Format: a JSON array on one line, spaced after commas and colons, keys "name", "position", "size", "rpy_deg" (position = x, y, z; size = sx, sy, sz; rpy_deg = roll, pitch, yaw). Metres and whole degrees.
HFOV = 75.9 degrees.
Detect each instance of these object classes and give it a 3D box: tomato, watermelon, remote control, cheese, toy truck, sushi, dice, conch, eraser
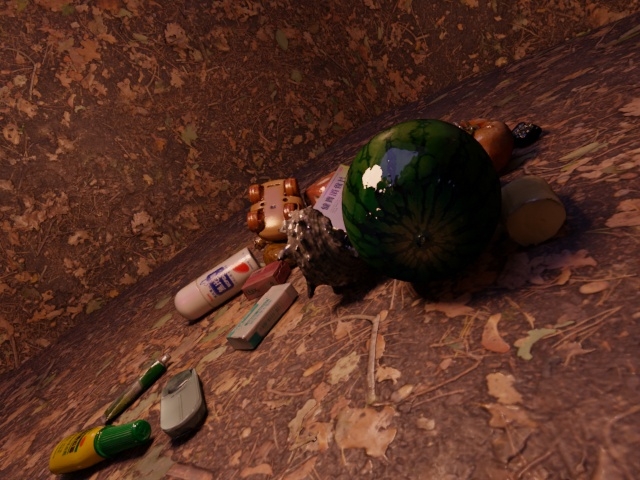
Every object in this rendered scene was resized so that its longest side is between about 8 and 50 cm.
[{"name": "tomato", "position": [0.485, -0.279, 1.211], "size": [0.155, 0.180, 0.214], "rpy_deg": [-12, 29, 33]}, {"name": "watermelon", "position": [0.208, -0.084, 0.873], "size": [0.364, 0.363, 0.363], "rpy_deg": [-29, 18, 10]}, {"name": "remote control", "position": [-0.333, 0.386, 0.990], "size": [0.104, 0.052, 0.247], "rpy_deg": [-35, 17, -13]}, {"name": "cheese", "position": [0.433, -0.065, 0.859], "size": [0.123, 0.093, 0.167], "rpy_deg": [-34, 11, 26]}, {"name": "toy truck", "position": [-0.159, -0.113, 1.582], "size": [0.205, 0.211, 0.287], "rpy_deg": [-11, 58, 6]}, {"name": "sushi", "position": [0.631, -0.325, 1.285], "size": [0.085, 0.056, 0.083], "rpy_deg": [-33, 25, -5]}, {"name": "dice", "position": [0.056, -0.161, 1.607], "size": [0.175, 0.179, 0.174], "rpy_deg": [-35, 16, -24]}, {"name": "conch", "position": [0.018, 0.017, 1.075], "size": [0.186, 0.313, 0.240], "rpy_deg": [-61, 39, 37]}, {"name": "eraser", "position": [-0.162, 0.213, 1.167], "size": [0.096, 0.052, 0.225], "rpy_deg": [-17, 24, 45]}]

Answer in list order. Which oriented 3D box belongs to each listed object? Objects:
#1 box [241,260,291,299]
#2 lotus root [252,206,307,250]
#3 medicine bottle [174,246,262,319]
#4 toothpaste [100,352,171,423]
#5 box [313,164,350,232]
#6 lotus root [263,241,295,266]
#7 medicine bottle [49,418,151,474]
[{"name": "box", "position": [-0.185, 0.133, 1.409], "size": [0.156, 0.060, 0.111], "rpy_deg": [-25, 18, 28]}, {"name": "lotus root", "position": [-0.158, -0.067, 1.761], "size": [0.304, 0.130, 0.146], "rpy_deg": [-28, -14, 5]}, {"name": "medicine bottle", "position": [-0.382, 0.168, 1.527], "size": [0.341, 0.130, 0.130], "rpy_deg": [-33, 18, -3]}, {"name": "toothpaste", "position": [-0.550, 0.439, 1.231], "size": [0.248, 0.046, 0.078], "rpy_deg": [-46, 18, -32]}, {"name": "box", "position": [0.091, -0.134, 1.417], "size": [0.175, 0.062, 0.260], "rpy_deg": [19, 67, 28]}, {"name": "lotus root", "position": [-0.132, 0.056, 1.481], "size": [0.191, 0.094, 0.108], "rpy_deg": [-1, 58, 51]}, {"name": "medicine bottle", "position": [-0.531, 0.495, 0.998], "size": [0.309, 0.076, 0.111], "rpy_deg": [-23, 21, 22]}]
